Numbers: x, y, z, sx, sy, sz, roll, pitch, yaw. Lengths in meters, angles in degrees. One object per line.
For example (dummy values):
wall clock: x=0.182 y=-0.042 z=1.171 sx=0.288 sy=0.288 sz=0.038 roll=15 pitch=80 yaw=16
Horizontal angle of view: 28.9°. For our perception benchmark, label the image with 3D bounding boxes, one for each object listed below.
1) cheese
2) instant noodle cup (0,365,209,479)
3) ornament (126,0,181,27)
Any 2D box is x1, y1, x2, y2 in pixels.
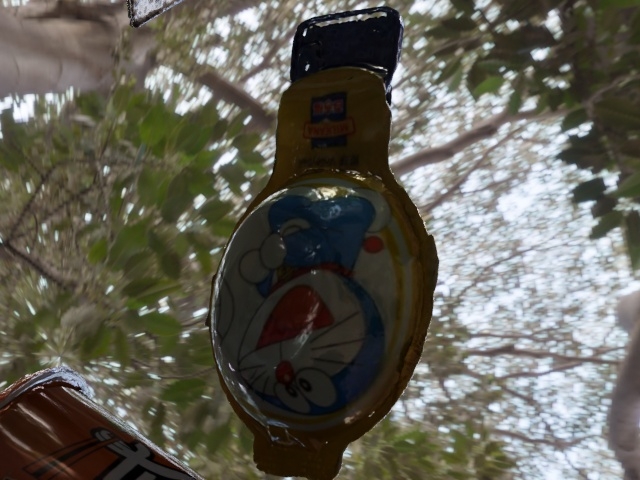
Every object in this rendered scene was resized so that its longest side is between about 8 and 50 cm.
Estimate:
cheese: x=0.000 y=0.000 z=0.709 sx=0.069 sy=0.177 sz=0.270 roll=16 pitch=-101 yaw=-45
instant noodle cup: x=-0.114 y=0.219 z=0.644 sx=0.192 sy=0.250 sz=0.250 roll=26 pitch=-101 yaw=13
ornament: x=-0.031 y=-0.219 z=0.899 sx=0.196 sy=0.153 sz=0.166 roll=26 pitch=-132 yaw=27
